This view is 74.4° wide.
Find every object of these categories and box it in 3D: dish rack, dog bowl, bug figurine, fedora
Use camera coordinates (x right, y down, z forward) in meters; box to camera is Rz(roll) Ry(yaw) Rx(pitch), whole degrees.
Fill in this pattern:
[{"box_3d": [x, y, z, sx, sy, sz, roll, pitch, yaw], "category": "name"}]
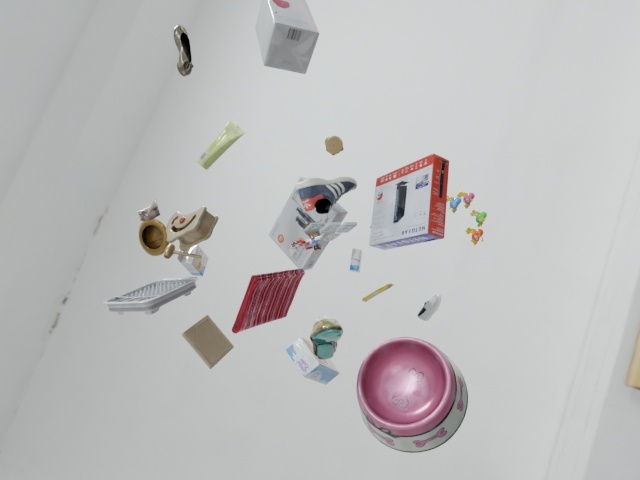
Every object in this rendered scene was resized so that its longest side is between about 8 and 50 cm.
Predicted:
[{"box_3d": [-0.717, 0.241, 1.819, 0.333, 0.286, 0.072, -31, -68, -62], "category": "dish rack"}, {"box_3d": [0.314, 0.535, 1.536, 0.150, 0.408, 0.407, 59, -135, -43], "category": "dog bowl"}, {"box_3d": [0.718, -0.128, 2.025, 0.072, 0.279, 0.216, -28, 12, 50], "category": "bug figurine"}, {"box_3d": [-0.774, -0.020, 2.004, 0.079, 0.194, 0.194, -21, -51, -63], "category": "fedora"}]

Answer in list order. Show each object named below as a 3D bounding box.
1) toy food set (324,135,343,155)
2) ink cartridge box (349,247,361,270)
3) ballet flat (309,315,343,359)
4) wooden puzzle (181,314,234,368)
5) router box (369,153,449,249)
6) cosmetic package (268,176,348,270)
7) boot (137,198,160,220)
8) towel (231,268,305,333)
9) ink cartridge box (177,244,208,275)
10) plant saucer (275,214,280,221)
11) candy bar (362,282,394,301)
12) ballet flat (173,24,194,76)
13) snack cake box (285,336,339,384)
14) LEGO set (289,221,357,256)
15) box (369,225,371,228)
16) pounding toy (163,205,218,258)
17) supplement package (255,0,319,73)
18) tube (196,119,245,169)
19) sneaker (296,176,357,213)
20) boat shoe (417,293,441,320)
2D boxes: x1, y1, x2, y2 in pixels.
[{"box_3d": [0.060, -0.418, 1.854, 0.020, 0.083, 0.082, -30, -73, -68], "category": "toy food set"}, {"box_3d": [0.198, 0.112, 2.344, 0.088, 0.052, 0.122, 44, -128, -74], "category": "ink cartridge box"}, {"box_3d": [0.016, 0.351, 1.605, 0.348, 0.123, 0.123, 94, -161, -58], "category": "ballet flat"}, {"box_3d": [-0.561, 0.503, 2.102, 0.044, 0.221, 0.239, -40, 0, 22], "category": "wooden puzzle"}, {"box_3d": [0.333, -0.135, 1.614, 0.335, 0.082, 0.301, -17, 62, 58], "category": "router box"}, {"box_3d": [-0.072, -0.080, 2.098, 0.097, 0.284, 0.377, -6, -45, -50], "category": "cosmetic package"}, {"box_3d": [-0.743, -0.130, 1.819, 0.042, 0.087, 0.118, 90, 157, -43], "category": "boot"}, {"box_3d": [-0.158, 0.188, 1.347, 0.275, 0.031, 0.198, -3, -60, -59], "category": "towel"}, {"box_3d": [-0.610, 0.087, 2.027, 0.181, 0.062, 0.104, 74, -157, -60], "category": "ink cartridge box"}, {"box_3d": [-0.165, -0.144, 2.349, 0.195, 0.195, 0.037, 26, -135, -79], "category": "plant saucer"}, {"box_3d": [0.251, 0.226, 1.840, 0.161, 0.018, 0.040, -35, -29, 23], "category": "candy bar"}, {"box_3d": [-0.558, -0.789, 1.740, 0.084, 0.058, 0.249, 27, -131, -58], "category": "ballet flat"}, {"box_3d": [-0.030, 0.532, 1.851, 0.089, 0.152, 0.264, -40, -33, 1], "category": "snack cake box"}, {"box_3d": [0.000, 0.000, 1.518, 0.244, 0.183, 0.060, -38, 59, 56], "category": "LEGO set"}, {"box_3d": [0.341, -0.090, 1.835, 0.225, 0.136, 0.036, -44, -5, -11], "category": "box"}, {"box_3d": [-0.504, -0.031, 1.666, 0.155, 0.270, 0.154, 43, -146, -41], "category": "pounding toy"}, {"box_3d": [-0.139, -0.824, 1.653, 0.175, 0.178, 0.292, 118, 146, -46], "category": "supplement package"}, {"box_3d": [-0.440, -0.414, 1.850, 0.240, 0.070, 0.062, -47, 33, 3], "category": "tube"}, {"box_3d": [0.039, -0.193, 1.841, 0.350, 0.131, 0.148, -11, -91, -44], "category": "sneaker"}, {"box_3d": [0.568, 0.346, 2.211, 0.066, 0.063, 0.184, -84, 15, -50], "category": "boat shoe"}]
